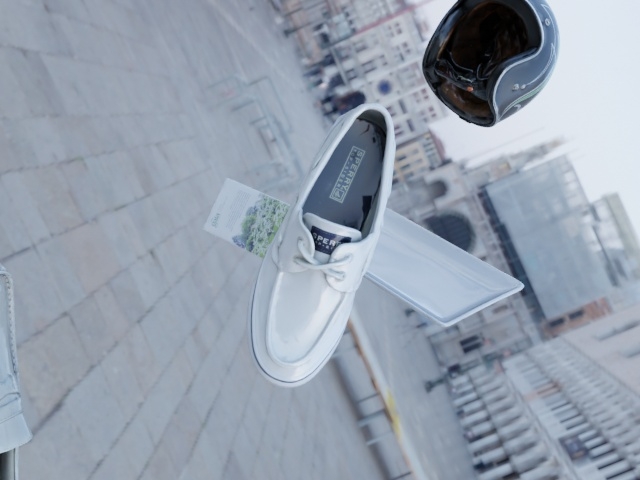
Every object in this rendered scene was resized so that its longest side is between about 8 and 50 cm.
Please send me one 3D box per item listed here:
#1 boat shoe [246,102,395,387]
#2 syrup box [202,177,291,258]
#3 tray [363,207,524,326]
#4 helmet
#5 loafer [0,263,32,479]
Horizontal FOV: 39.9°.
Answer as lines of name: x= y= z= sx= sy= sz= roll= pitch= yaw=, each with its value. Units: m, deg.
boat shoe: x=0.000 y=0.000 z=0.759 sx=0.084 sy=0.095 sz=0.258 roll=117 pitch=-12 yaw=-80
syrup box: x=-0.062 y=-0.009 z=1.370 sx=0.237 sy=0.093 sz=0.096 roll=24 pitch=-2 yaw=37
tray: x=0.116 y=0.035 z=1.149 sx=0.270 sy=0.145 sz=0.030 roll=33 pitch=-46 yaw=43
helmet: x=0.227 y=-0.246 z=1.136 sx=0.169 sy=0.161 sz=0.169 roll=39 pitch=-9 yaw=8
loafer: x=-0.336 y=0.173 z=0.879 sx=0.112 sy=0.112 sz=0.319 roll=-31 pitch=133 yaw=-66
